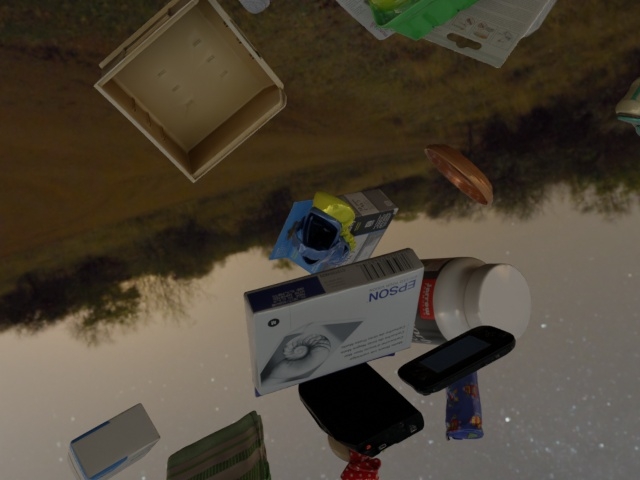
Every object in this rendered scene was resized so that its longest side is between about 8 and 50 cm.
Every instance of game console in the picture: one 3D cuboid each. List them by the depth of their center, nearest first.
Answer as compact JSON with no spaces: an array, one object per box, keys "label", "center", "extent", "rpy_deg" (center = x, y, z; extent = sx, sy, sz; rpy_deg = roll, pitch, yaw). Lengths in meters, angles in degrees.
[{"label":"game console","center":[0.154,0.225,1.073],"extent":[0.361,0.044,0.213],"rpy_deg":[-23,-157,-18]}]

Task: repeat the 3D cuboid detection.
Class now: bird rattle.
[{"label":"bird rattle","center":[0.116,0.608,1.897],"extent":[0.207,0.143,0.253],"rpy_deg":[24,-130,25]}]

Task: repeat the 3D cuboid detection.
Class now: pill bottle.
[{"label":"pill bottle","center":[0.297,0.144,1.506],"extent":[0.210,0.210,0.363],"rpy_deg":[-18,-174,-33]}]

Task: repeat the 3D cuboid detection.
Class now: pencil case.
[{"label":"pencil case","center":[0.471,0.521,2.139],"extent":[0.119,0.306,0.133],"rpy_deg":[16,145,-20]}]

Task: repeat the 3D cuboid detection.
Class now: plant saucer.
[{"label":"plant saucer","center":[0.326,-0.158,1.473],"extent":[0.037,0.200,0.200],"rpy_deg":[-47,-179,3]}]

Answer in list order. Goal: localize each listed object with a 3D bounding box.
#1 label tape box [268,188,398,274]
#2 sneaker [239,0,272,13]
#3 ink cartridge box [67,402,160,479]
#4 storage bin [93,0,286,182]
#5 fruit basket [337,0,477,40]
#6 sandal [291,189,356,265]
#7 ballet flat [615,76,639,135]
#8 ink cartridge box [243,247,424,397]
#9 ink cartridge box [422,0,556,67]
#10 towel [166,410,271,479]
[{"label":"label tape box","center":[0.040,-0.016,1.877],"extent":[0.333,0.106,0.241],"rpy_deg":[-13,142,-40]},{"label":"sneaker","center":[-0.070,-0.384,0.770],"extent":[0.153,0.101,0.268],"rpy_deg":[-33,175,6]},{"label":"ink cartridge box","center":[-0.417,0.416,1.268],"extent":[0.148,0.086,0.203],"rpy_deg":[-26,167,-33]},{"label":"storage bin","center":[-0.240,-0.302,1.223],"extent":[0.260,0.262,0.123],"rpy_deg":[-38,-145,7]},{"label":"fruit basket","center":[0.132,-0.496,1.007],"extent":[0.327,0.165,0.353],"rpy_deg":[-28,143,30]},{"label":"sandal","center":[0.000,0.000,1.442],"extent":[0.138,0.126,0.317],"rpy_deg":[-55,164,-12]},{"label":"ballet flat","center":[0.546,-0.213,1.031],"extent":[0.086,0.086,0.248],"rpy_deg":[-14,170,35]},{"label":"ink cartridge box","center":[0.017,0.126,0.826],"extent":[0.223,0.224,0.045],"rpy_deg":[-15,-134,-15]},{"label":"ink cartridge box","center":[0.327,-0.439,1.243],"extent":[0.232,0.189,0.066],"rpy_deg":[-56,156,-9]},{"label":"towel","center":[-0.224,0.505,1.367],"extent":[0.247,0.038,0.325],"rpy_deg":[-27,-162,-4]}]
